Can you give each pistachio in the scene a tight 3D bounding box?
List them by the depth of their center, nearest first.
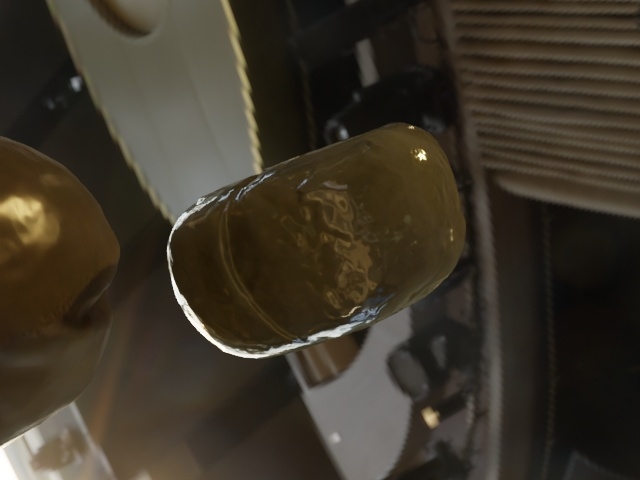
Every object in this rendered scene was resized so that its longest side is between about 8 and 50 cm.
[{"bbox_3d":[-0.195,0.027,0.661,0.182,0.293,0.162,4,-80,12],"label":"pistachio"}]

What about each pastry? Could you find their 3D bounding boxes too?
[{"bbox_3d":[0.000,0.000,0.708,0.156,0.156,0.092,-10,-80,61],"label":"pastry"}]
